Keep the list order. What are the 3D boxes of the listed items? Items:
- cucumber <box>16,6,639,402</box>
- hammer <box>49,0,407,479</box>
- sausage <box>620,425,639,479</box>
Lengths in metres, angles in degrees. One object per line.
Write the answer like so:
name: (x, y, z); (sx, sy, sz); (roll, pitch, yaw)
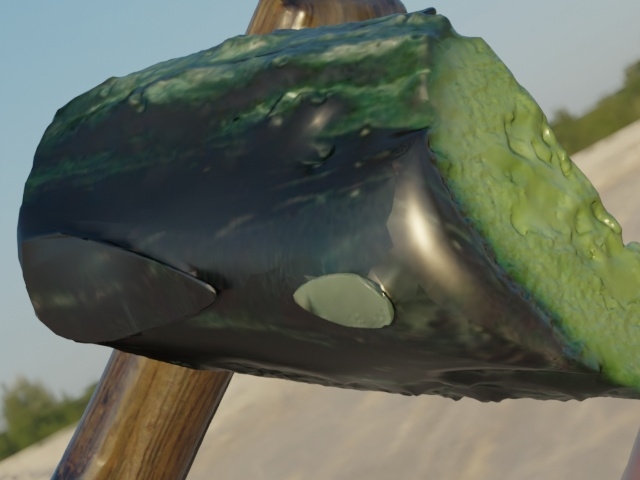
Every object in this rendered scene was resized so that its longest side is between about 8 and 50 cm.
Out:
cucumber: (0.000, 0.000, 0.501); (0.193, 0.115, 0.086); (0, 24, 32)
hammer: (-0.073, 0.080, 0.706); (0.242, 0.095, 0.408); (15, -75, -48)
sausage: (0.212, 0.103, 0.927); (0.094, 0.094, 0.419); (-26, -39, -32)
